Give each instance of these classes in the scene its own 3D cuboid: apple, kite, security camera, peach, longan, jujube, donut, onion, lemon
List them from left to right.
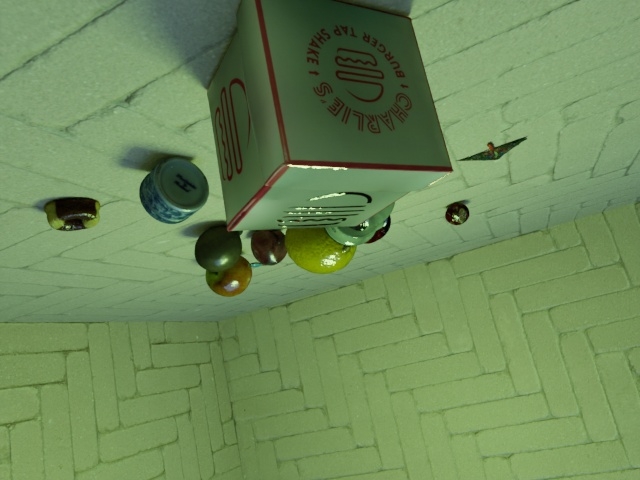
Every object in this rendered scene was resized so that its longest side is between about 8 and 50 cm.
[{"bbox_3d":[-0.673,-0.070,1.310,0.141,0.059,0.140,-14,163,-4],"label":"donut"},{"bbox_3d":[-0.361,0.021,1.736,0.204,0.159,0.185,-47,-165,-17],"label":"longan"},{"bbox_3d":[-0.404,0.147,2.090,0.196,0.195,0.196,-12,165,-3],"label":"apple"},{"bbox_3d":[-0.197,0.028,1.897,0.152,0.151,0.152,-12,165,-3],"label":"peach"},{"bbox_3d":[0.001,0.001,1.749,0.268,0.267,0.267,-12,165,-3],"label":"lemon"},{"bbox_3d":[0.126,-0.099,1.521,0.191,0.196,0.277,-27,175,-21],"label":"security camera"},{"bbox_3d":[0.188,-0.079,1.797,0.168,0.167,0.236,-9,163,-12],"label":"jujube"},{"bbox_3d":[0.607,-0.119,2.127,0.107,0.097,0.107,3,130,3],"label":"onion"},{"bbox_3d":[0.572,-0.292,1.600,0.232,0.009,0.189,-19,164,22],"label":"kite"}]

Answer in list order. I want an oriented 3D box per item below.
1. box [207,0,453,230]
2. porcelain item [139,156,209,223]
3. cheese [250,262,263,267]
[{"bbox_3d":[-0.007,-0.204,0.860,0.315,0.311,0.300,-3,164,-29],"label":"box"},{"bbox_3d":[-0.366,-0.121,1.192,0.147,0.147,0.114,1,162,-43],"label":"porcelain item"},{"bbox_3d":[-0.311,0.124,2.408,0.111,0.017,0.047,2,162,-44],"label":"cheese"}]
